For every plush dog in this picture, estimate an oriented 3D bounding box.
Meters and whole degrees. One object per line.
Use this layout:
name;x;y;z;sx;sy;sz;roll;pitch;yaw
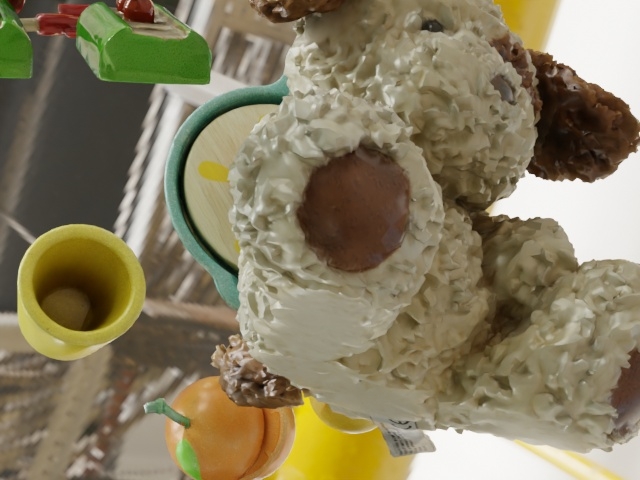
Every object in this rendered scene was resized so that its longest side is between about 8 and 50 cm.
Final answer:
plush dog;0.043;-0.030;0.788;0.262;0.211;0.225;28;-116;-30

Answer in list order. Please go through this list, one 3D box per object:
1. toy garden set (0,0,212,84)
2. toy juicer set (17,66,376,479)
toy garden set;-0.182;-0.108;0.671;0.244;0.204;0.049;1;-77;-14
toy juicer set;0.000;0.000;0.924;0.209;0.089;0.329;45;-119;2
